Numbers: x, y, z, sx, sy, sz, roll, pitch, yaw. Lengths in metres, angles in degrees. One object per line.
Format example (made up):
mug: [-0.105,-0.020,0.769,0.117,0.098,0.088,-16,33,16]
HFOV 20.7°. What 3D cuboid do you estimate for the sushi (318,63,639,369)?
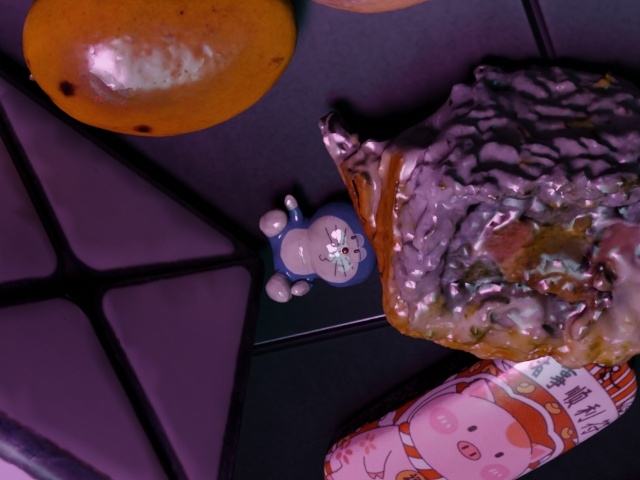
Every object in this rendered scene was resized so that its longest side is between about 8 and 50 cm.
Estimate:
sushi: [0.135,-0.013,1.166,0.274,0.139,0.184,2,127,-3]

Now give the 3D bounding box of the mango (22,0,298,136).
mango: [-0.105,-0.124,1.143,0.178,0.090,0.115,2,121,-6]

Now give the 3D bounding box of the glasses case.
glasses case: [0.119,0.139,1.335,0.266,0.067,0.103,-34,119,28]

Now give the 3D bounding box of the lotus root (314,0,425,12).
lotus root: [-0.034,-0.265,0.979,0.169,0.151,0.342,-34,120,28]

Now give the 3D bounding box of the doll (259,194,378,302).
doll: [0.000,0.000,1.250,0.083,0.050,0.076,-5,110,12]

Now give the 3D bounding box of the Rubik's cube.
Rubik's cube: [-0.253,0.099,1.204,0.310,0.305,0.307,36,126,-24]
